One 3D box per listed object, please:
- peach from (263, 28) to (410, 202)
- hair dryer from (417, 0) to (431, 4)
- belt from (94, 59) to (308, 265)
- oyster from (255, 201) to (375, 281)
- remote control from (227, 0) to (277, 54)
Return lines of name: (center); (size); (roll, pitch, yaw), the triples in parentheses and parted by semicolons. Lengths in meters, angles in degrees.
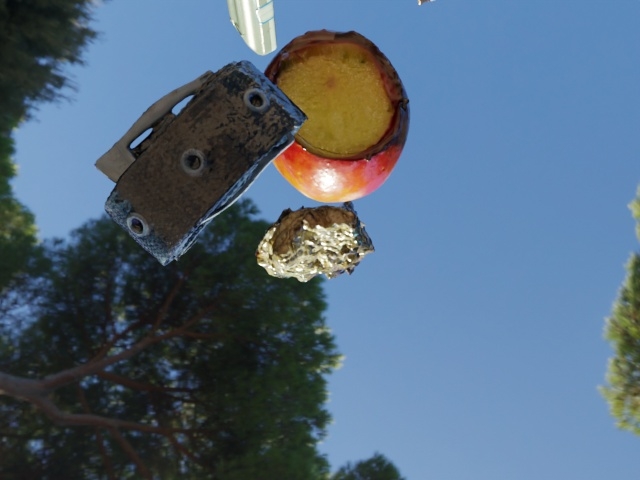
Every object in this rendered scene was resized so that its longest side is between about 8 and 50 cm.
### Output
peach: (0.015, -0.150, 0.961); (0.196, 0.189, 0.226); (-57, -162, 10)
hair dryer: (0.305, -0.474, 1.337); (0.361, 0.203, 0.128); (-16, -85, 15)
belt: (-0.128, -0.088, 0.813); (0.218, 0.122, 0.128); (-44, -89, 5)
oyster: (0.001, 0.009, 1.351); (0.260, 0.198, 0.092); (-56, -138, 46)
remote control: (-0.136, -0.467, 1.425); (0.065, 0.335, 0.128); (-27, -111, -10)
